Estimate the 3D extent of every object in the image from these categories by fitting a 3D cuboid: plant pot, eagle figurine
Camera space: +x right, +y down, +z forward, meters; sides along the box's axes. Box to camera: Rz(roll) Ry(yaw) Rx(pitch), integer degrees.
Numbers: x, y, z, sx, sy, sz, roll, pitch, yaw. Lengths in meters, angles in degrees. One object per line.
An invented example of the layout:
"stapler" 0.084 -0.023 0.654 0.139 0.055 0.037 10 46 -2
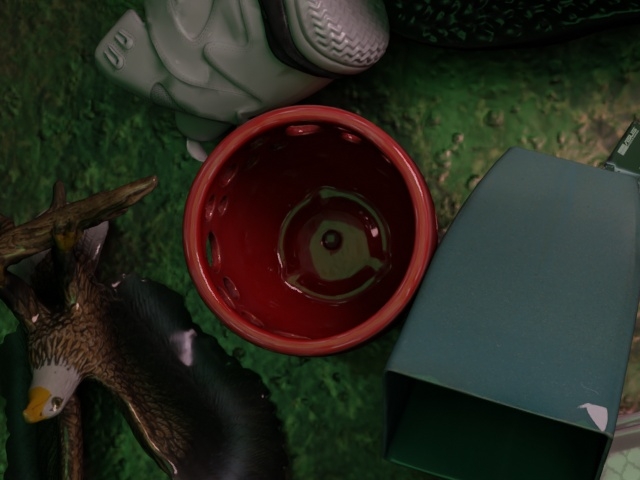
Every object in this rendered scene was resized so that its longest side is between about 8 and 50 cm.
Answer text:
"plant pot" 0.162 0.058 1.194 0.166 0.165 0.234 16 61 11
"eagle figurine" -0.190 0.115 1.273 0.226 0.225 0.298 -1 120 47
"plant pot" 0.000 0.000 1.236 0.191 0.174 0.191 -1 84 8

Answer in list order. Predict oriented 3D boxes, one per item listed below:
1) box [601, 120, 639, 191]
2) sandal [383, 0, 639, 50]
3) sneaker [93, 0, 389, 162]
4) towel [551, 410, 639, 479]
"box" 0.263 -0.047 1.278 0.067 0.018 0.083 34 90 10
"sandal" 0.216 -0.229 1.251 0.446 0.107 0.167 3 86 14
"sneaker" -0.111 -0.244 1.264 0.210 0.137 0.366 -38 75 31
"towel" 0.324 0.277 1.219 0.332 0.053 0.317 -16 82 8
